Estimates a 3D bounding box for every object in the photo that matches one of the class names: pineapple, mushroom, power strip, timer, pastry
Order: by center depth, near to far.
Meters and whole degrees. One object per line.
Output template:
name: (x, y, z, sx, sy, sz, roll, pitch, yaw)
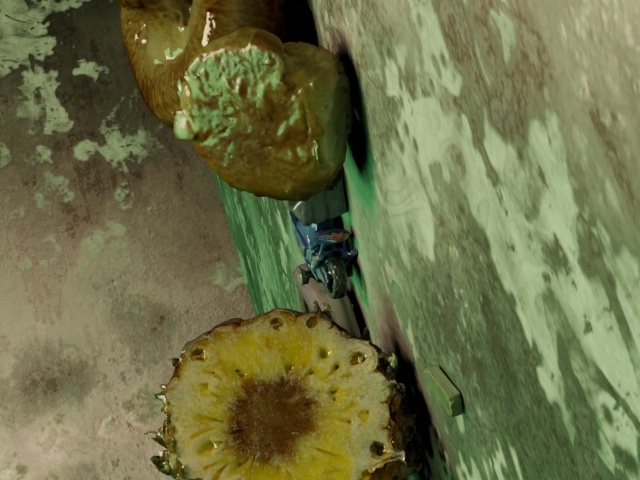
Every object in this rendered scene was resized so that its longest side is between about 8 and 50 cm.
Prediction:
power strip: (0.131, 0.159, 1.205, 0.083, 0.017, 0.027, -125, 23, -63)
pastry: (-0.057, -0.143, 1.320, 0.229, 0.218, 0.100, 56, -142, -14)
pineapple: (-0.044, 0.275, 1.432, 0.300, 0.352, 0.352, 86, 166, -53)
mushroom: (-0.191, -0.299, 1.464, 0.331, 0.356, 0.334, 59, 137, 10)
timer: (0.017, 0.137, 1.689, 0.208, 0.069, 0.190, -122, 17, -64)

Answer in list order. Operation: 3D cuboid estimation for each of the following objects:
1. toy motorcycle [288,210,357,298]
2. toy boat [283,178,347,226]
toy motorcycle: (0.000, 0.000, 1.587, 0.205, 0.076, 0.114, -124, 28, -61)
toy boat: (-0.039, -0.129, 1.573, 0.283, 0.078, 0.127, -117, 14, -53)
